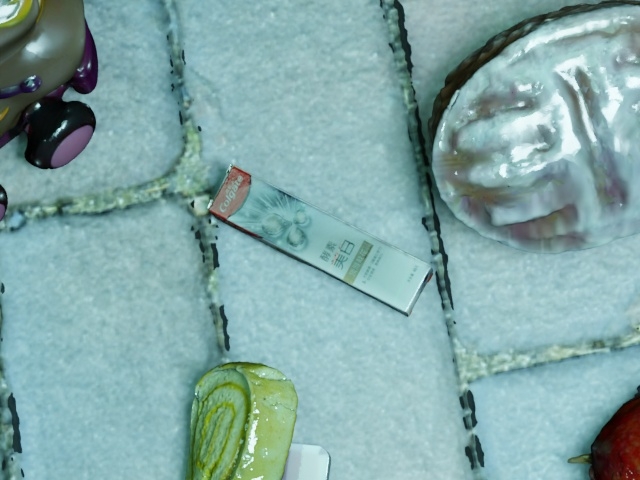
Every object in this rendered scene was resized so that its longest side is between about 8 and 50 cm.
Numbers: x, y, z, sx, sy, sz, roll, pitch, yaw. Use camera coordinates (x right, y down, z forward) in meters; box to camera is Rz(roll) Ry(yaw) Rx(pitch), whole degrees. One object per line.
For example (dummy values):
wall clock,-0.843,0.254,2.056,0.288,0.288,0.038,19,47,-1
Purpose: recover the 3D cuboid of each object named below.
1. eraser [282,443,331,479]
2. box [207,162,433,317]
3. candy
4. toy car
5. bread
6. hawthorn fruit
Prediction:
eraser,-0.027,0.241,1.574,0.065,0.026,0.105,4,78,8
box,0.000,0.000,1.617,0.218,0.039,0.055,26,82,10
candy,0.239,-0.107,1.559,0.290,0.157,0.214,-18,106,3
toy car,-0.371,-0.163,1.578,0.271,0.240,0.340,43,81,13
bread,-0.074,0.188,1.548,0.064,0.117,0.156,14,83,-29
hawthorn fruit,0.306,0.192,1.507,0.172,0.148,0.148,-4,77,23
